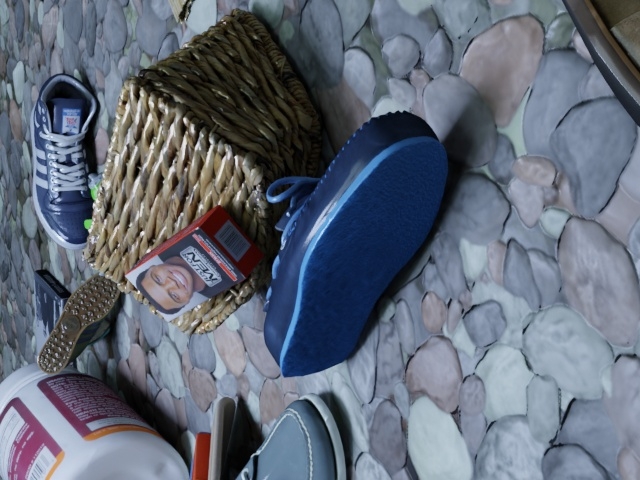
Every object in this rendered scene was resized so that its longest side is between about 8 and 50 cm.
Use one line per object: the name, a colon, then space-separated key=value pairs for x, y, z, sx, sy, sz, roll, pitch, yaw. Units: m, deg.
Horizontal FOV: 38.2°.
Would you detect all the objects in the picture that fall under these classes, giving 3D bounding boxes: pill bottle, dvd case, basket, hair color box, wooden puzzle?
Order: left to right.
dvd case: x=-0.527 y=0.197 z=1.836 sx=0.179 sy=0.029 sz=0.239 roll=27 pitch=120 yaw=52
pill bottle: x=-0.383 y=0.340 z=1.458 sx=0.392 sy=0.224 sz=0.224 roll=22 pitch=115 yaw=54
hair color box: x=-0.130 y=0.026 z=0.944 sx=0.072 sy=0.043 sz=0.141 roll=49 pitch=134 yaw=-12
wooden puzzle: x=-0.151 y=0.348 z=1.147 sx=0.239 sy=0.044 sz=0.221 roll=-86 pitch=8 yaw=-56
basket: x=-0.103 y=-0.067 z=1.042 sx=0.213 sy=0.223 sz=0.299 roll=33 pitch=133 yaw=7

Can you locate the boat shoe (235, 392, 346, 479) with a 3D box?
boat shoe: x=-0.056 y=0.306 z=1.047 sx=0.116 sy=0.099 sz=0.319 roll=51 pitch=137 yaw=39

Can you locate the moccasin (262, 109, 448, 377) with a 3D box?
moccasin: x=0.000 y=0.000 z=0.857 sx=0.342 sy=0.137 sz=0.117 roll=-60 pitch=44 yaw=43

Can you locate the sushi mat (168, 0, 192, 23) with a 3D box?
sushi mat: x=-0.210 y=-0.446 z=1.194 sx=0.151 sy=0.019 sz=0.317 roll=-53 pitch=54 yaw=47

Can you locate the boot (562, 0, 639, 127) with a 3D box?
boot: x=0.231 y=-0.098 z=0.533 sx=0.115 sy=0.112 sz=0.305 roll=-39 pitch=55 yaw=20

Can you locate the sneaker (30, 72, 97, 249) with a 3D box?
sneaker: x=-0.415 y=-0.136 z=1.517 sx=0.153 sy=0.099 sz=0.282 roll=-38 pitch=62 yaw=56

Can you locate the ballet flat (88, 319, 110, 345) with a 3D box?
ballet flat: x=-0.416 y=0.158 z=1.617 sx=0.052 sy=0.057 sz=0.168 roll=48 pitch=149 yaw=-11

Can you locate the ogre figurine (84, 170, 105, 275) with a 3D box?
ogre figurine: x=-0.254 y=-0.024 z=1.268 sx=0.097 sy=0.118 sz=0.197 roll=35 pitch=126 yaw=49

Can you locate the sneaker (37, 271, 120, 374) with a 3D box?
sneaker: x=-0.394 y=0.131 z=1.519 sx=0.192 sy=0.064 sz=0.086 roll=-56 pitch=5 yaw=-8
